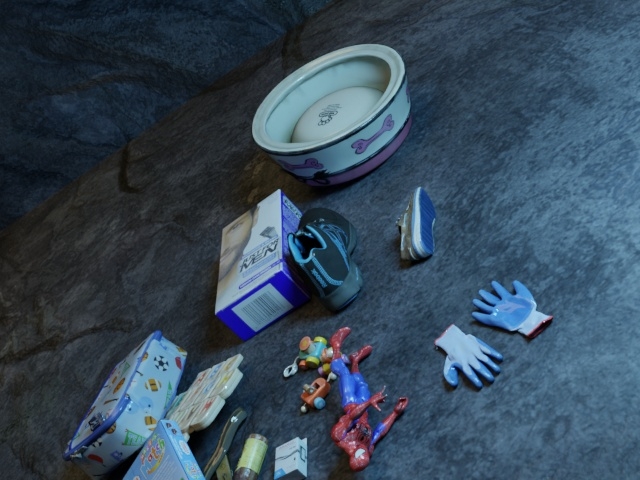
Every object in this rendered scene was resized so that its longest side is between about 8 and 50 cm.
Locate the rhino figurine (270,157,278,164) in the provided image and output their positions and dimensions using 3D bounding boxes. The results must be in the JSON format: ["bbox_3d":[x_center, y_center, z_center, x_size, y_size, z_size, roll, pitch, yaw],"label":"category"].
[{"bbox_3d":[-0.059,-0.232,2.143,0.106,0.073,0.243,-46,30,-11],"label":"rhino figurine"}]

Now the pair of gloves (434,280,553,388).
[{"bbox_3d":[0.260,0.145,1.256,0.198,0.023,0.159,-43,27,-3],"label":"pair of gloves"}]

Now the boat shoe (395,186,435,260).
[{"bbox_3d":[0.180,-0.034,1.564,0.066,0.066,0.183,-27,31,29],"label":"boat shoe"}]

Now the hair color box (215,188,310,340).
[{"bbox_3d":[-0.129,0.046,1.801,0.185,0.110,0.339,-34,27,16],"label":"hair color box"}]

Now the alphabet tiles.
[{"bbox_3d":[-0.264,0.336,1.570,0.284,0.021,0.278,-31,17,44],"label":"alphabet tiles"}]

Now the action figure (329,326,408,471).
[{"bbox_3d":[0.080,0.237,1.275,0.139,0.091,0.280,-39,26,25],"label":"action figure"}]

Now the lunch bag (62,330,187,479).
[{"bbox_3d":[-0.409,0.346,1.671,0.243,0.115,0.303,-38,17,32],"label":"lunch bag"}]

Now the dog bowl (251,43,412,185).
[{"bbox_3d":[0.043,-0.298,1.961,0.408,0.150,0.408,-19,39,16],"label":"dog bowl"}]

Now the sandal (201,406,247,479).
[{"bbox_3d":[-0.171,0.399,1.390,0.219,0.060,0.090,-63,-2,-21],"label":"sandal"}]

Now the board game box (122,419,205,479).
[{"bbox_3d":[-0.254,0.434,1.343,0.160,0.039,0.211,-56,47,18],"label":"board game box"}]

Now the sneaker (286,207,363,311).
[{"bbox_3d":[0.000,0.000,1.666,0.125,0.140,0.341,-38,27,10],"label":"sneaker"}]

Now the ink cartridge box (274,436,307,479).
[{"bbox_3d":[-0.049,0.361,1.330,0.048,0.028,0.083,-31,29,19],"label":"ink cartridge box"}]

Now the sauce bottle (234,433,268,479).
[{"bbox_3d":[-0.125,0.393,1.367,0.042,0.042,0.128,-20,32,35],"label":"sauce bottle"}]

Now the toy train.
[{"bbox_3d":[-0.019,0.232,1.458,0.125,0.046,0.166,-44,28,-6],"label":"toy train"}]
